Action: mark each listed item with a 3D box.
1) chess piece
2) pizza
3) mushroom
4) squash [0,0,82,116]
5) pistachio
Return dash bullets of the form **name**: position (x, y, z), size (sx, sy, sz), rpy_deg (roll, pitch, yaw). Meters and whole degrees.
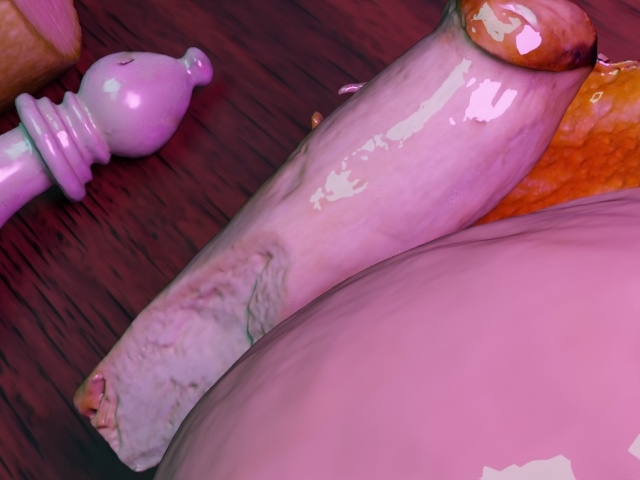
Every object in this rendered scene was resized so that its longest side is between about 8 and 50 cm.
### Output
- **chess piece**: position (-0.191, -0.052, 1.055), size (0.272, 0.139, 0.139), rpy_deg (-30, 44, -6)
- **pizza**: position (0.101, -0.029, 0.857), size (0.297, 0.071, 0.189), rpy_deg (5, 54, 36)
- **mushroom**: position (-0.001, 0.000, 0.779), size (0.333, 0.087, 0.107), rpy_deg (-43, -1, 16)
- **squash**: position (-0.345, -0.136, 1.149), size (0.309, 0.210, 0.233), rpy_deg (-26, 15, 9)
- **pistachio**: position (0.093, 0.147, 0.602), size (0.445, 0.281, 0.365), rpy_deg (-21, 48, 41)
